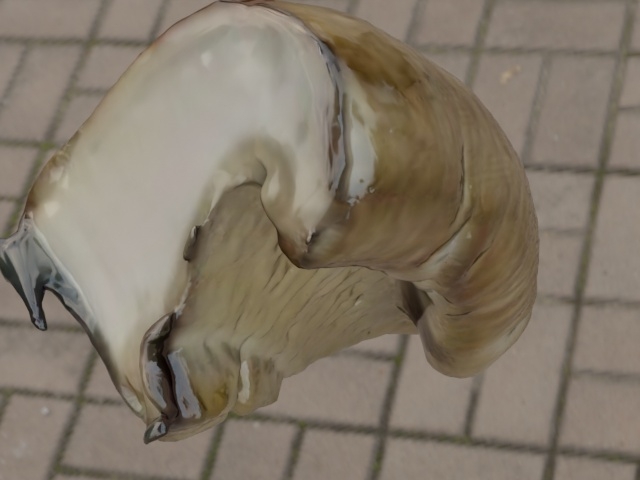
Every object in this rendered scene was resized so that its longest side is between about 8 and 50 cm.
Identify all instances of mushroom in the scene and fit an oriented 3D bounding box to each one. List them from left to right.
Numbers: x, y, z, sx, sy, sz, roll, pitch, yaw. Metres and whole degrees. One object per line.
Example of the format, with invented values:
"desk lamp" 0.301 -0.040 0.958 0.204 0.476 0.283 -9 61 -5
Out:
"mushroom" 0.034 -0.027 1.051 0.314 0.397 0.224 -50 57 33
